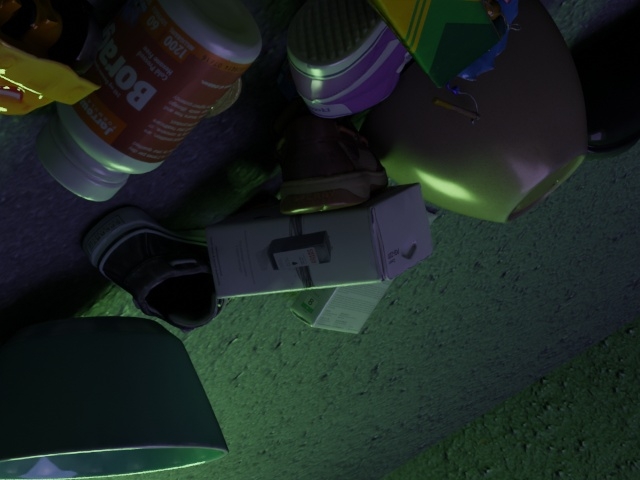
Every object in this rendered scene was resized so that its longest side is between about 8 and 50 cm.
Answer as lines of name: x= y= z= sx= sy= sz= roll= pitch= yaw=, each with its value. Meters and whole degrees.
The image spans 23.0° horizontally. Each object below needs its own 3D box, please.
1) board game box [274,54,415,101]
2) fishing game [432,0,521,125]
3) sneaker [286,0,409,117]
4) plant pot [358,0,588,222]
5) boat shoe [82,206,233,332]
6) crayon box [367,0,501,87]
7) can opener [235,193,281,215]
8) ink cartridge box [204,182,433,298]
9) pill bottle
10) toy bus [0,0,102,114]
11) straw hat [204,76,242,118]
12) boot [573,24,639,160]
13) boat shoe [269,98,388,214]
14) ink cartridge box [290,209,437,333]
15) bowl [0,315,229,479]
board game box: x=0.057 y=-0.229 z=1.714 sx=0.201 sy=0.035 sz=0.136 roll=-20 pitch=155 yaw=-37
fishing game: x=0.191 y=-0.259 z=1.688 sx=0.189 sy=0.041 sz=0.264 roll=18 pitch=92 yaw=-65
sneaker: x=0.079 y=-0.238 z=1.594 sx=0.282 sy=0.102 sz=0.161 roll=-40 pitch=156 yaw=-11
plant pot: x=0.211 y=-0.134 z=1.899 sx=0.284 sy=0.191 sz=0.284 roll=-37 pitch=167 yaw=-10
boat shoe: x=-0.170 y=0.056 z=1.861 sx=0.121 sy=0.119 sz=0.335 roll=-40 pitch=160 yaw=11
crayon box: x=0.042 y=-0.272 z=1.348 sx=0.081 sy=0.202 sz=0.318 roll=-38 pitch=159 yaw=5
can opener: x=-0.026 y=-0.047 z=1.954 sx=0.186 sy=0.059 sz=0.073 roll=-36 pitch=160 yaw=0
ink cartridge box: x=0.000 y=0.000 z=1.815 sx=0.218 sy=0.092 sz=0.158 roll=-5 pitch=-170 yaw=26
pill bottle: x=-0.162 y=-0.139 z=1.427 sx=0.216 sy=0.121 sz=0.121 roll=-46 pitch=158 yaw=24
toy bus: x=-0.284 y=-0.154 z=1.070 sx=0.211 sy=0.220 sz=0.149 roll=-34 pitch=158 yaw=14
straw hat: x=-0.112 y=-0.156 z=1.540 sx=0.144 sy=0.061 sz=0.144 roll=-40 pitch=165 yaw=-13
boot: x=0.510 y=-0.324 z=2.068 sx=0.367 sy=0.146 sz=0.445 roll=-33 pitch=167 yaw=-38
boat shoe: x=0.003 y=-0.105 z=1.760 sx=0.123 sy=0.123 sz=0.342 roll=-10 pitch=-174 yaw=8
ink cartridge box: x=0.065 y=0.032 z=2.328 sx=0.224 sy=0.056 sz=0.181 roll=-58 pitch=156 yaw=7
bowl: x=-0.269 y=0.183 z=1.831 sx=0.311 sy=0.163 sz=0.311 roll=-6 pitch=167 yaw=-1
